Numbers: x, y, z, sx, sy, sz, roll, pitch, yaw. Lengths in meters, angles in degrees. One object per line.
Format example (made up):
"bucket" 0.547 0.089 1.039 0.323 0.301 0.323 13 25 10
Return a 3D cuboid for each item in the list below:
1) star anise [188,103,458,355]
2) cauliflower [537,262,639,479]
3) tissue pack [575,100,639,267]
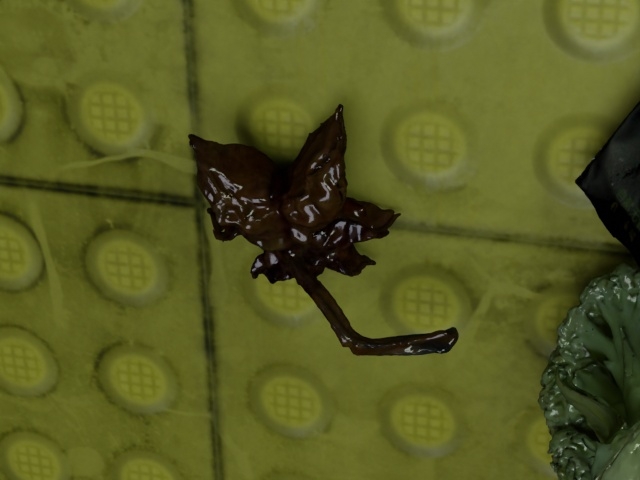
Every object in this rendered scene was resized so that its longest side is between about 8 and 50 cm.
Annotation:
"star anise" 0.007 -0.002 1.441 0.346 0.148 0.237 43 124 2
"cauliflower" 0.359 0.183 1.370 0.260 0.281 0.327 -30 97 -5
"tissue pack" 0.394 -0.089 1.233 0.332 0.123 0.245 -55 50 34
